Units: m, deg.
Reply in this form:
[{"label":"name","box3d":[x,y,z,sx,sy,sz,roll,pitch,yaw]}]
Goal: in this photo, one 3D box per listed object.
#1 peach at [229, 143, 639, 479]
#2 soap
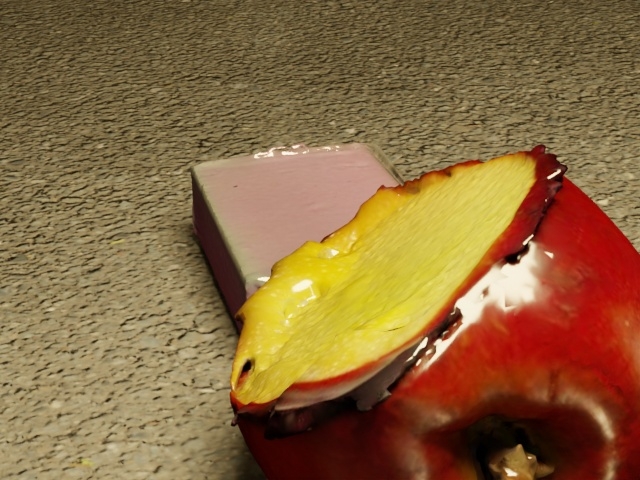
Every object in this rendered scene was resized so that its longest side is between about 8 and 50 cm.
[{"label":"peach","box3d":[0.085,0.083,0.915,0.257,0.201,0.361,-37,15,-2]},{"label":"soap","box3d":[0.000,0.002,1.231,0.181,0.081,0.259,-9,26,-12]}]
